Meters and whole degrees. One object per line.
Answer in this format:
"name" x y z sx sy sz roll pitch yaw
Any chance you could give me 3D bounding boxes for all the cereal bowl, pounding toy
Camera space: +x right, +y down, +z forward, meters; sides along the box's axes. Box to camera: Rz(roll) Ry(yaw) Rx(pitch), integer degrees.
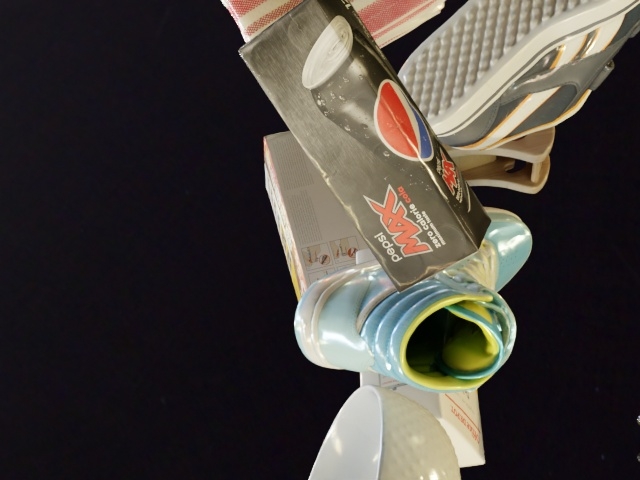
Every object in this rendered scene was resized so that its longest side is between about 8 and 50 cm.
"cereal bowl" 0.065 0.335 1.061 0.141 0.339 0.339 19 -129 -8
"pounding toy" 0.199 -0.101 1.210 0.269 0.155 0.154 -24 -123 -9

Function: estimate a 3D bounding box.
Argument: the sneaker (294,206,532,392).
"sneaker" 0.154 0.063 0.997 0.319 0.127 0.208 -27 -157 -31

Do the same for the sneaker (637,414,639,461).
"sneaker" 0.529 0.349 1.393 0.135 0.097 0.276 2 -122 -11

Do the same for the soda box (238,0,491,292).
"soda box" 0.028 -0.058 0.559 0.060 0.169 0.053 -31 -172 26

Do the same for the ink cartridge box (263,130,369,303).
"ink cartridge box" 0.000 0.000 1.693 0.130 0.272 0.309 -13 -112 -7

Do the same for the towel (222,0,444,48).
"towel" -0.018 -0.205 0.627 0.144 0.197 0.029 -33 -173 -19

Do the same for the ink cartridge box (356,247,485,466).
"ink cartridge box" 0.144 0.197 1.376 0.119 0.207 0.353 -13 -123 21

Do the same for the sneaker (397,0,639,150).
"sneaker" 0.221 -0.203 0.892 0.321 0.127 0.126 -37 -125 26
